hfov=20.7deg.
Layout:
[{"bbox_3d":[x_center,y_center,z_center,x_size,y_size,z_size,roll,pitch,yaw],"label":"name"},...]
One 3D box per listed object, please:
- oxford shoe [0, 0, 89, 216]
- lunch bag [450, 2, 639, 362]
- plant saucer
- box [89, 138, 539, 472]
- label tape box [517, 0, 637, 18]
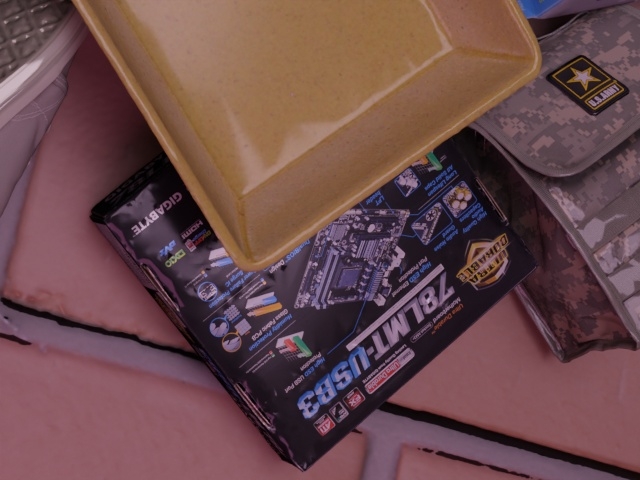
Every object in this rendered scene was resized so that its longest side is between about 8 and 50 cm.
[{"bbox_3d":[-0.296,-0.083,1.418,0.449,0.169,0.130,-65,152,-23],"label":"oxford shoe"},{"bbox_3d":[0.270,-0.070,1.667,0.235,0.169,0.287,-35,95,-26],"label":"lunch bag"},{"bbox_3d":[-0.028,-0.196,1.438,0.333,0.081,0.333,-36,105,-18],"label":"plant saucer"},{"bbox_3d":[0.000,0.000,1.550,0.295,0.073,0.293,-41,107,-11],"label":"box"},{"bbox_3d":[0.270,-0.359,1.678,0.348,0.115,0.249,-12,73,-28],"label":"label tape box"}]
